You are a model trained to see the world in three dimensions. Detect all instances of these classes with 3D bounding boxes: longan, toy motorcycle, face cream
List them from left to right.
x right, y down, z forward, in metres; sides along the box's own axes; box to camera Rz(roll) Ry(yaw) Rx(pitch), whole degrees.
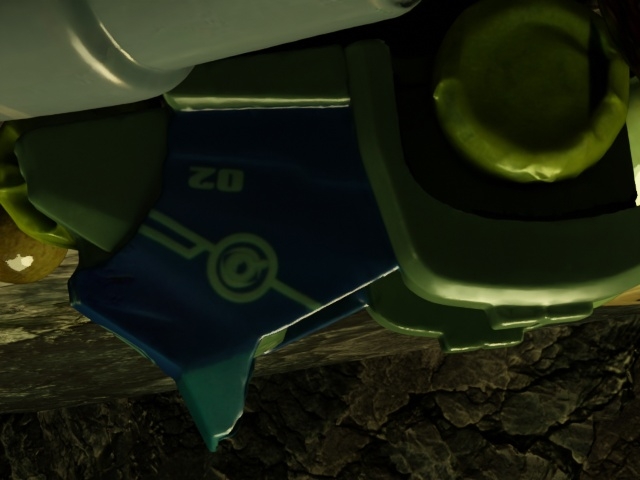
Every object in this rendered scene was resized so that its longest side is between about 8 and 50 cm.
[{"bbox_3d":[-0.147,-0.078,0.426,0.385,0.086,0.135,-7,171,28],"label":"face cream"},{"bbox_3d":[-0.204,-0.009,0.822,0.083,0.075,0.075,-49,166,0],"label":"longan"},{"bbox_3d":[0.000,0.000,0.622,0.326,0.200,0.191,-8,170,-5],"label":"toy motorcycle"}]

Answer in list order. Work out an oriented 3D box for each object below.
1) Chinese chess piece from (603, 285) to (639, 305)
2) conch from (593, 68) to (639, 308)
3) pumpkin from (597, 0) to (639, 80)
[{"bbox_3d":[0.345,-0.010,1.052,0.257,0.104,0.257,-6,170,-1],"label":"Chinese chess piece"},{"bbox_3d":[0.197,-0.045,0.789,0.143,0.137,0.250,25,138,-18],"label":"conch"},{"bbox_3d":[0.121,-0.089,0.303,0.111,0.163,0.278,-7,169,-5],"label":"pumpkin"}]
